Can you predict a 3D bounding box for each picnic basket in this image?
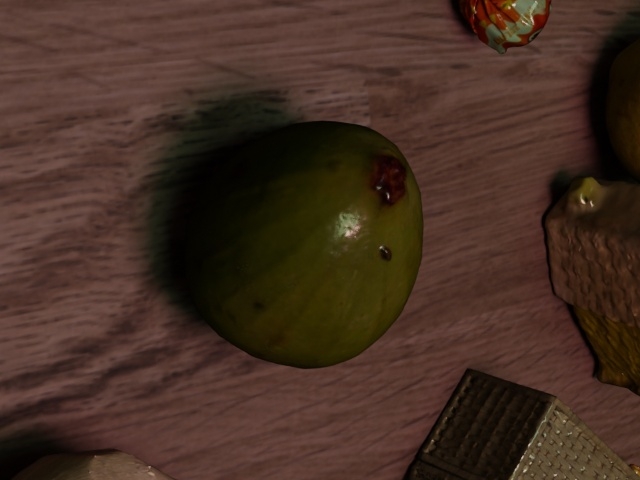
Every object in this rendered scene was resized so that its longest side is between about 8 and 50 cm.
[{"bbox_3d":[0.205,0.251,1.324,0.196,0.134,0.154,42,75,-34],"label":"picnic basket"}]

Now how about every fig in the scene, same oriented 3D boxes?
[{"bbox_3d":[0.000,0.000,1.079,0.203,0.225,0.203,10,70,-27],"label":"fig"}]

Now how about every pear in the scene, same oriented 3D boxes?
[{"bbox_3d":[0.391,-0.130,1.361,0.200,0.200,0.200,-7,102,-35],"label":"pear"}]

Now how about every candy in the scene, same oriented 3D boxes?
[{"bbox_3d":[0.101,-0.265,1.200,0.287,0.078,0.084,29,64,-32],"label":"candy"}]

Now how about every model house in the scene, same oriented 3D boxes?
[{"bbox_3d":[0.343,0.042,1.353,0.175,0.193,0.234,-50,121,-13],"label":"model house"}]

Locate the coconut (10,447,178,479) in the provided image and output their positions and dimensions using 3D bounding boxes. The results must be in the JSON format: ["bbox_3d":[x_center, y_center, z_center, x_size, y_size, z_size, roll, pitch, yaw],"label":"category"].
[{"bbox_3d":[-0.175,0.265,1.007,0.234,0.224,0.224,23,84,-37],"label":"coconut"}]

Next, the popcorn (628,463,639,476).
[{"bbox_3d":[0.339,0.282,1.480,0.084,0.084,0.084,-7,102,-35],"label":"popcorn"}]
